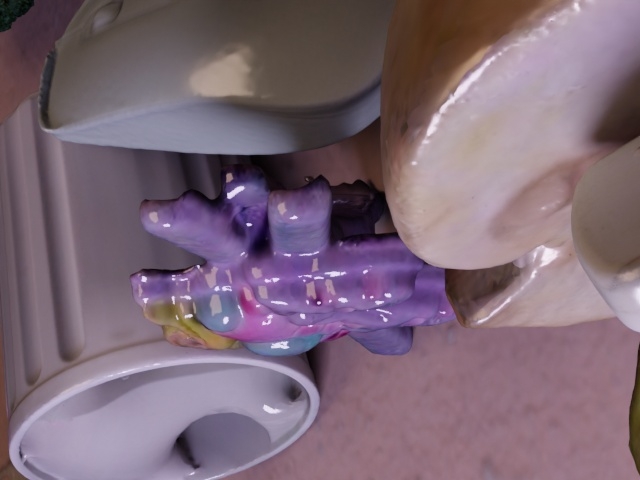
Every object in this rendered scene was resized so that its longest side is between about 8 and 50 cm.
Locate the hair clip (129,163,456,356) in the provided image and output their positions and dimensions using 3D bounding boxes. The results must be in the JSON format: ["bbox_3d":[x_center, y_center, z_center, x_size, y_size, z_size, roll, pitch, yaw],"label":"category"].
[{"bbox_3d":[0.001,0.014,0.702,0.278,0.137,0.090,-7,-83,-80],"label":"hair clip"}]

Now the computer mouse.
[{"bbox_3d":[-0.052,-0.109,0.810,0.231,0.079,0.128,1,56,30],"label":"computer mouse"}]

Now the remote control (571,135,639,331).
[{"bbox_3d":[0.158,-0.039,0.455,0.190,0.029,0.087,-31,19,14],"label":"remote control"}]

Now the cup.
[{"bbox_3d":[-0.114,0.035,0.919,0.221,0.167,0.202,-46,47,44],"label":"cup"}]

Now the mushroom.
[{"bbox_3d":[0.083,-0.087,0.573,0.236,0.173,0.162,-57,41,43],"label":"mushroom"}]

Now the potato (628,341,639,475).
[{"bbox_3d":[0.193,0.047,0.440,0.251,0.113,0.149,-6,68,47],"label":"potato"}]

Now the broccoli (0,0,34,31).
[{"bbox_3d":[-0.333,-0.266,1.193,0.297,0.297,0.297,-30,41,30],"label":"broccoli"}]
